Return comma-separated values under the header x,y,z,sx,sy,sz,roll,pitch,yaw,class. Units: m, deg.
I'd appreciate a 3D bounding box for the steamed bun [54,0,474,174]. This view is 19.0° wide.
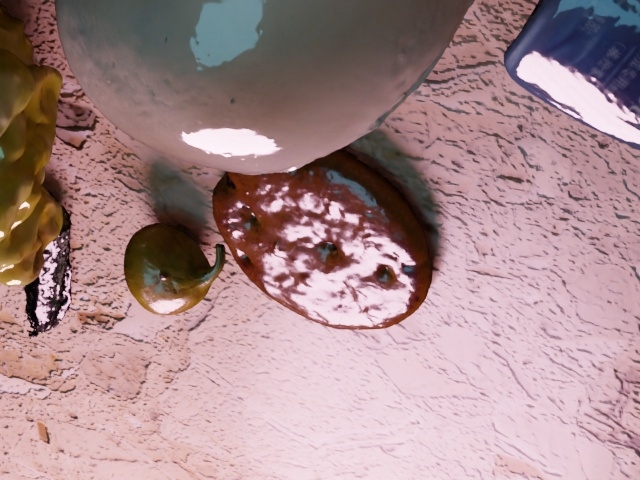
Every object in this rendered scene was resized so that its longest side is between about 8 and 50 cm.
x,y,z,sx,sy,sz,roll,pitch,yaw,class
-0.048,-0.208,1.298,0.324,0.324,0.206,-20,138,42,steamed bun

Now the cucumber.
x,y,z,sx,sy,sz,roll,pitch,yaw,class
-0.267,0.027,1.854,0.053,0.053,0.181,23,139,11,cucumber

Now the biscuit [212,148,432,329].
x,y,z,sx,sy,sz,roll,pitch,yaw,class
0.000,0.000,1.673,0.212,0.036,0.212,18,137,18,biscuit

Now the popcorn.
x,y,z,sx,sy,sz,roll,pitch,yaw,class
-0.363,-0.069,1.644,0.312,0.312,0.312,17,135,17,popcorn

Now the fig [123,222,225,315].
x,y,z,sx,sy,sz,roll,pitch,yaw,class
-0.130,0.030,1.749,0.098,0.082,0.084,16,99,31,fig

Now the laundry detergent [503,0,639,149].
x,y,z,sx,sy,sz,roll,pitch,yaw,class
0.281,-0.099,1.367,0.290,0.094,0.143,33,134,1,laundry detergent
